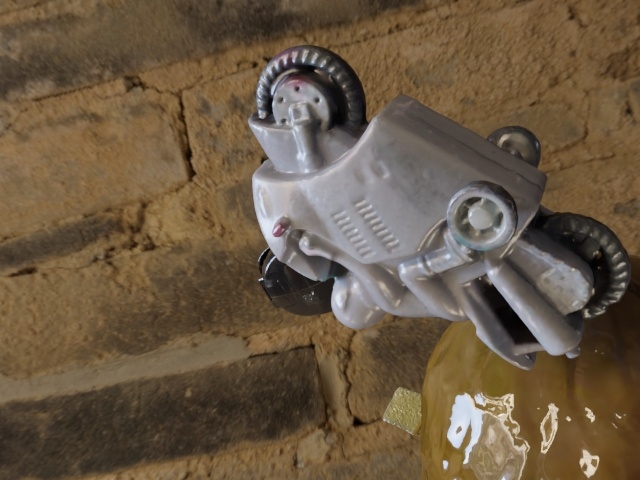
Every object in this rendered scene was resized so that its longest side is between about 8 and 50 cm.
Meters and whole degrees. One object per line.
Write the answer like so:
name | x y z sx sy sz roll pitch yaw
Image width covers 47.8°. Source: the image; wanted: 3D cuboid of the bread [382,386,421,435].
bread | 0.169 0.331 1.352 0.084 0.109 0.080 18 -114 27

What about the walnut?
walnut | 0.245 0.205 0.644 0.354 0.308 0.398 -12 -81 -42

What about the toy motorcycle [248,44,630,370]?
toy motorcycle | 0.055 -0.006 0.472 0.260 0.110 0.171 33 -54 5

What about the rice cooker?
rice cooker | 0.002 0.029 0.916 0.165 0.106 0.112 -18 -72 36
